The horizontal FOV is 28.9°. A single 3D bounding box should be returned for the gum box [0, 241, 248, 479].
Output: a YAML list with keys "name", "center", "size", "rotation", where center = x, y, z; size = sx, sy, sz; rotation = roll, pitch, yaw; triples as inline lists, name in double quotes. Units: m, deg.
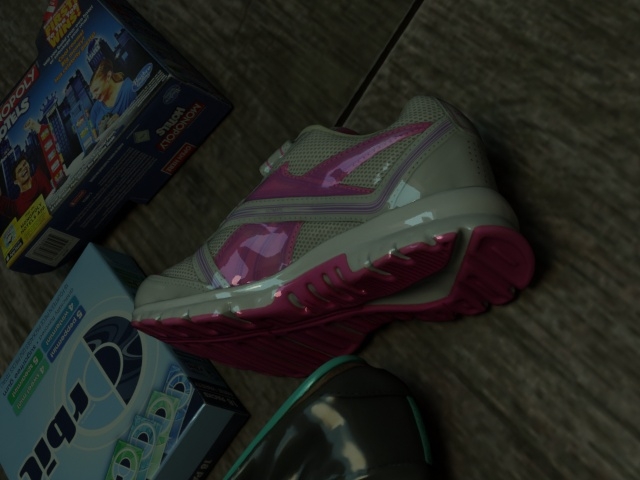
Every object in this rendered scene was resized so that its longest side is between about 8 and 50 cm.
- name: "gum box"
  center: [-0.143, 0.115, 0.813]
  size: [0.157, 0.041, 0.184]
  rotation: [-55, 46, 12]

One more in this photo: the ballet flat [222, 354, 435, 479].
- name: "ballet flat"
  center: [-0.046, 0.182, 0.659]
  size: [0.280, 0.095, 0.096]
  rotation: [-48, 59, 19]

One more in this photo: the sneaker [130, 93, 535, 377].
- name: "sneaker"
  center: [0.000, 0.000, 0.691]
  size: [0.252, 0.103, 0.111]
  rotation: [-19, 56, 30]

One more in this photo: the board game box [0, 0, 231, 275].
- name: "board game box"
  center: [-0.174, -0.101, 0.921]
  size: [0.194, 0.060, 0.194]
  rotation: [-45, 46, 21]
